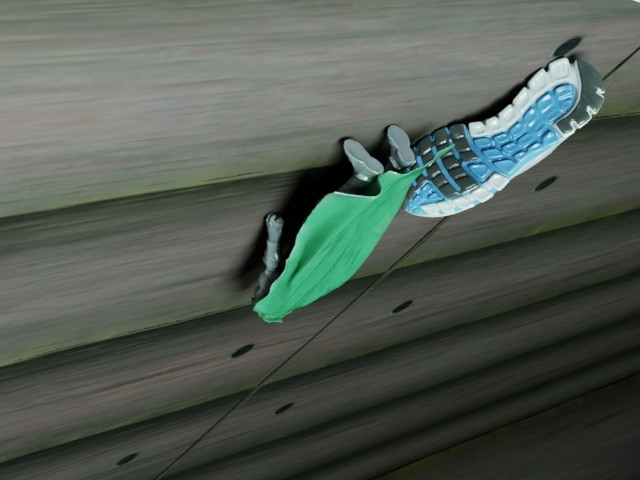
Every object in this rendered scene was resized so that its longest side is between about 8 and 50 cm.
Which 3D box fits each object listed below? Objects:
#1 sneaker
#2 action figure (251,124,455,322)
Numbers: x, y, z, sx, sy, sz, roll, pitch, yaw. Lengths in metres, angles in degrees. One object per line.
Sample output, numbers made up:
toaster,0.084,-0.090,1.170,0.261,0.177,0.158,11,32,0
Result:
sneaker,0.149,-0.074,1.228,0.191,0.071,0.083,-30,169,1
action figure,0.000,0.000,1.198,0.137,0.063,0.232,-18,156,-40
